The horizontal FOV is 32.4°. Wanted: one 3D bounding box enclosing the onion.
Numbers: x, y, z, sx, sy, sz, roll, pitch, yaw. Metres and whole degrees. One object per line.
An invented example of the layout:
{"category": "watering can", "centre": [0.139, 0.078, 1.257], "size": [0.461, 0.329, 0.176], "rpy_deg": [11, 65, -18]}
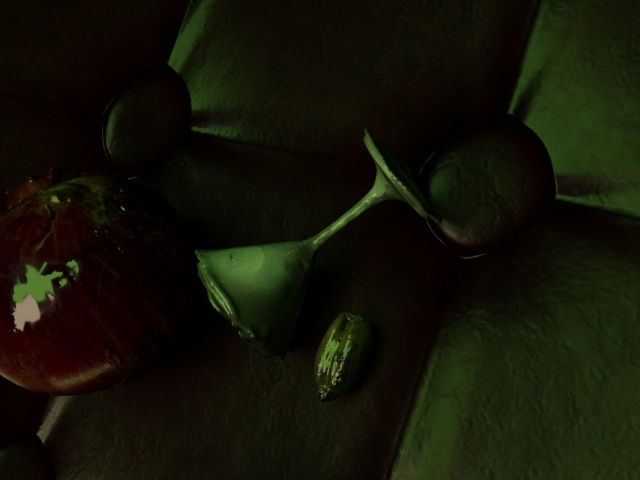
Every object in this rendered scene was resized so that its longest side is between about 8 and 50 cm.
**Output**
{"category": "onion", "centre": [-0.265, 0.048, 1.245], "size": [0.276, 0.276, 0.276], "rpy_deg": [-11, 69, 30]}

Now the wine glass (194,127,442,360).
{"category": "wine glass", "centre": [0.000, 0.000, 1.151], "size": [0.232, 0.156, 0.156], "rpy_deg": [-38, 58, 11]}

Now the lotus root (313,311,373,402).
{"category": "lotus root", "centre": [0.021, 0.123, 1.145], "size": [0.054, 0.049, 0.099], "rpy_deg": [19, 84, 27]}
